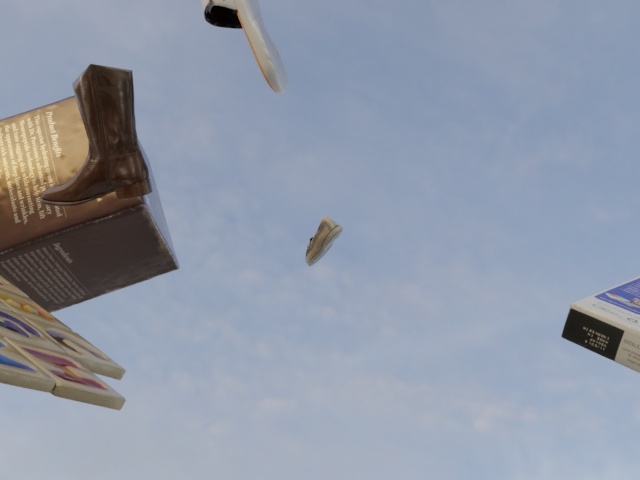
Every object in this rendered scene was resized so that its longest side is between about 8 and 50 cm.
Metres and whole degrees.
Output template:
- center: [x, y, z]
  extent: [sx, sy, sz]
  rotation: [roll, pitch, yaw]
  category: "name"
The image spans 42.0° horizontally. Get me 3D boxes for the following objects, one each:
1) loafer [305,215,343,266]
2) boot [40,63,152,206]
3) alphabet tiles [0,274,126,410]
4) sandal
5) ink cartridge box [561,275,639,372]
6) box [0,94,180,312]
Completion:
- center: [0.000, 0.000, 1.475]
  extent: [0.039, 0.045, 0.125]
  rotation: [48, -39, 8]
  category: "loafer"
- center: [-0.200, -0.090, 0.710]
  extent: [0.106, 0.037, 0.114]
  rotation: [-8, -75, 8]
  category: "boot"
- center: [-0.268, 0.003, 0.458]
  extent: [0.285, 0.011, 0.342]
  rotation: [27, -5, 32]
  category: "alphabet tiles"
- center: [-0.123, -0.310, 1.146]
  extent: [0.076, 0.265, 0.102]
  rotation: [-23, -16, 11]
  category: "sandal"
- center: [0.527, 0.124, 1.280]
  extent: [0.175, 0.371, 0.069]
  rotation: [25, -67, 34]
  category: "ink cartridge box"
- center: [-0.291, -0.036, 0.941]
  extent: [0.203, 0.168, 0.167]
  rotation: [-18, -27, -4]
  category: "box"
